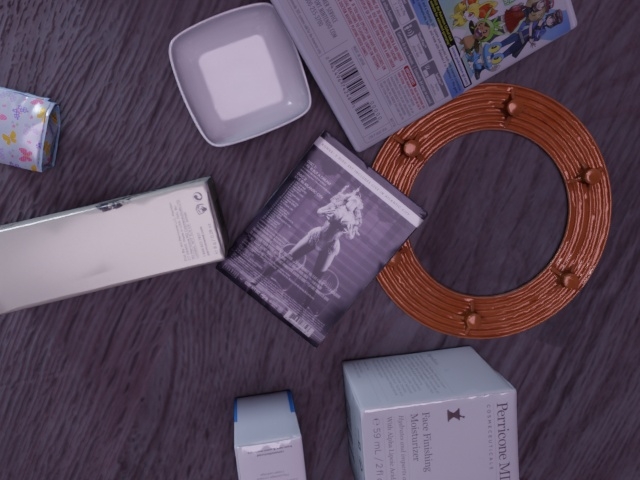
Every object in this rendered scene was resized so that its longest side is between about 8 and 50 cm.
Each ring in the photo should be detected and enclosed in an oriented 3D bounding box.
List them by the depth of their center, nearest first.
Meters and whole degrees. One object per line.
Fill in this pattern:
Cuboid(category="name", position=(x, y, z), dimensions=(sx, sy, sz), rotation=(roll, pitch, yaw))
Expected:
Cuboid(category="ring", position=(0.220, -0.032, 0.815), dimensions=(0.337, 0.032, 0.336), rotation=(-1, 100, -5))

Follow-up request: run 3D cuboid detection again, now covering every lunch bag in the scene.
Cuboid(category="lunch bag", position=(-0.341, -0.128, 0.731), dimensions=(0.071, 0.053, 0.083), rotation=(12, 107, -6))

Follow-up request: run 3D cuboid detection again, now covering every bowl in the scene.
Cuboid(category="bowl", position=(-0.094, -0.192, 0.745), dimensions=(0.142, 0.053, 0.142), rotation=(-21, 101, -2))

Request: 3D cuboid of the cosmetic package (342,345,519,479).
Cuboid(category="cosmetic package", position=(0.131, 0.235, 0.787), dimensions=(0.184, 0.151, 0.151), rotation=(-6, 101, -5))

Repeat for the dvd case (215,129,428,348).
Cuboid(category="dvd case", position=(0.000, 0.000, 0.787), dimensions=(0.164, 0.018, 0.221), rotation=(39, 98, -2))

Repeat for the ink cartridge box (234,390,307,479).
Cuboid(category="ink cartridge box", position=(-0.058, 0.304, 0.785), dimensions=(0.082, 0.139, 0.190), rotation=(-9, 101, -6))

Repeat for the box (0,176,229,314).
Cuboid(category="box", position=(-0.249, 0.003, 0.732), dimensions=(0.275, 0.113, 0.094), rotation=(-14, 100, -5))

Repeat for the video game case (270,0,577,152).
Cuboid(category="video game case", position=(0.095, -0.299, 0.681), dimensions=(0.300, 0.036, 0.329), rotation=(-29, 123, 7))
